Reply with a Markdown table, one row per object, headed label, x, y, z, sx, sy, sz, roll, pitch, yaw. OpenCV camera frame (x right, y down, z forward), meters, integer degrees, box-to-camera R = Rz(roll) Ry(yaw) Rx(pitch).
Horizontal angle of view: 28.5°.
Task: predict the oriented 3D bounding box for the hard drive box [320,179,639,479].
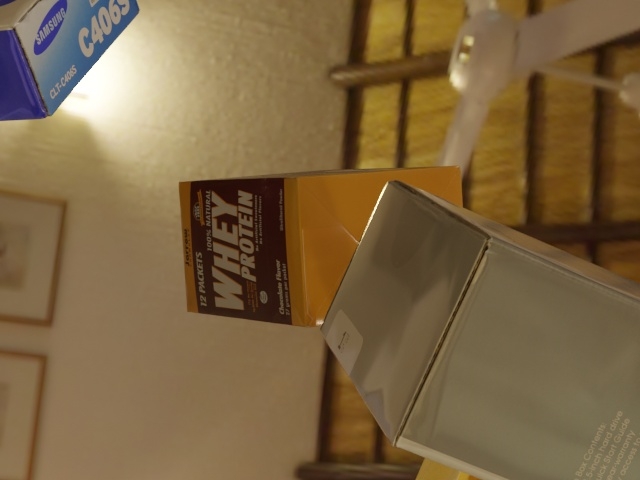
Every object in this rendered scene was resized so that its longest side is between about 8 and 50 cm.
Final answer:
| label | x | y | z | sx | sy | sz | roll | pitch | yaw |
| --- | --- | --- | --- | --- | --- | --- | --- | --- | --- |
| hard drive box | 0.133 | 0.064 | 0.567 | 0.181 | 0.232 | 0.089 | -129 | -117 | -78 |

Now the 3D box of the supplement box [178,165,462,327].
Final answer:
| label | x | y | z | sx | sy | sz | roll | pitch | yaw |
| --- | --- | --- | --- | --- | --- | --- | --- | --- | --- |
| supplement box | 0.000 | 0.000 | 1.184 | 0.194 | 0.191 | 0.129 | 2 | -83 | 53 |

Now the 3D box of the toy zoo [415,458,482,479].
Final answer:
| label | x | y | z | sx | sy | sz | roll | pitch | yaw |
| --- | --- | --- | --- | --- | --- | --- | --- | --- | --- |
| toy zoo | 0.131 | 0.168 | 0.957 | 0.030 | 0.293 | 0.192 | 29 | -59 | 25 |

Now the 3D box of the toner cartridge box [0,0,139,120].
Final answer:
| label | x | y | z | sx | sy | sz | roll | pitch | yaw |
| --- | --- | --- | --- | --- | --- | --- | --- | --- | --- |
| toner cartridge box | -0.329 | -0.155 | 0.944 | 0.165 | 0.348 | 0.075 | -67 | 149 | -49 |
